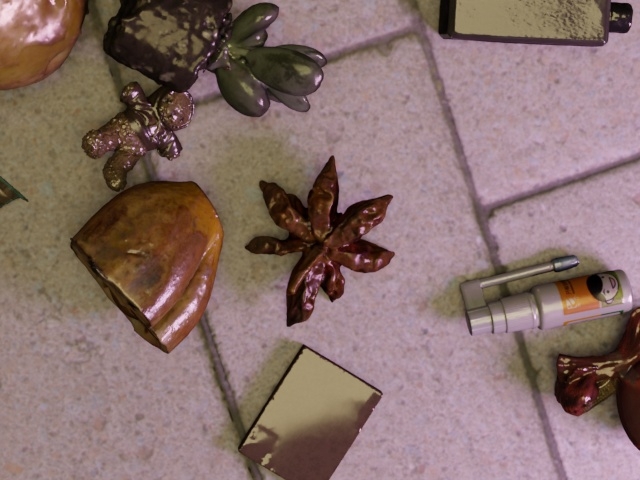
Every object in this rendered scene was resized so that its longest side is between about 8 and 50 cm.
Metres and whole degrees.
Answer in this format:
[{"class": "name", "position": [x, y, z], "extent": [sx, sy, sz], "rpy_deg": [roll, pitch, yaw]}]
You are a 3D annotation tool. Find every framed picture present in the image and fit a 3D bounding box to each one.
[{"class": "framed picture", "position": [-0.014, 0.243, 1.908], "extent": [0.128, 0.023, 0.168], "rpy_deg": [32, 94, -8]}]

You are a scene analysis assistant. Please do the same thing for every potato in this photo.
[{"class": "potato", "position": [-0.397, -0.325, 1.694], "extent": [0.237, 0.301, 0.289], "rpy_deg": [-10, 143, -17]}]

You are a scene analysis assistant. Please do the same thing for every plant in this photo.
[{"class": "plant", "position": [-0.127, -0.244, 1.774], "extent": [0.274, 0.146, 0.149], "rpy_deg": [21, 100, -13]}]

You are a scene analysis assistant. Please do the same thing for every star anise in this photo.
[{"class": "star anise", "position": [0.005, -0.001, 1.842], "extent": [0.196, 0.111, 0.212], "rpy_deg": [-10, 92, -11]}]

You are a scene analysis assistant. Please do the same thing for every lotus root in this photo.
[{"class": "lotus root", "position": [-0.196, 0.022, 1.788], "extent": [0.180, 0.188, 0.199], "rpy_deg": [-39, 98, -13]}]

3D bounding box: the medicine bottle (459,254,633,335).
[{"class": "medicine bottle", "position": [0.302, 0.074, 1.903], "extent": [0.220, 0.061, 0.092], "rpy_deg": [-12, 74, -4]}]

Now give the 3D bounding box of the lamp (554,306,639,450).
[{"class": "lamp", "position": [0.448, 0.214, 1.899], "extent": [0.215, 0.151, 0.223], "rpy_deg": [-35, 59, -3]}]

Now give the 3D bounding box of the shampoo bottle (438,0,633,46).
[{"class": "shampoo bottle", "position": [0.281, -0.294, 1.837], "extent": [0.246, 0.080, 0.079], "rpy_deg": [2, 99, -5]}]

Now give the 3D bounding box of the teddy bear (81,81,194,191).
[{"class": "teddy bear", "position": [-0.234, -0.140, 1.814], "extent": [0.160, 0.078, 0.119], "rpy_deg": [-41, 118, -21]}]

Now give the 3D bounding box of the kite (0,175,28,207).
[{"class": "kite", "position": [-0.561, -0.075, 1.748], "extent": [0.406, 0.014, 0.368], "rpy_deg": [-4, 74, -29]}]
